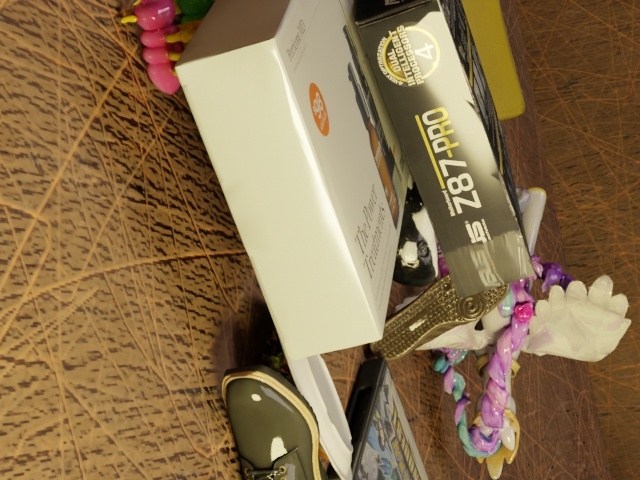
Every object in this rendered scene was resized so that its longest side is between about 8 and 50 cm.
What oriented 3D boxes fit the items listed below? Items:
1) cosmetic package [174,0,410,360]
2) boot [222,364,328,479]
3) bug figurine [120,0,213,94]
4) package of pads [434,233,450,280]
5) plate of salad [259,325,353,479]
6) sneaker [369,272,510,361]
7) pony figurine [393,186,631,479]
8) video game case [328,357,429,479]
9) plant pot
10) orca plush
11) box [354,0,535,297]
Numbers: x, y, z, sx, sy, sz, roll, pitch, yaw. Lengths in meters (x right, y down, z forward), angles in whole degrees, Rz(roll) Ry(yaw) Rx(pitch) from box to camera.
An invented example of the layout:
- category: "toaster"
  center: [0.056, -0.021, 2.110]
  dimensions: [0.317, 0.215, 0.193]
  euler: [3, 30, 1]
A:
- category: "cosmetic package"
  center: [-0.008, -0.111, 1.282]
  dimensions: [0.377, 0.097, 0.284]
  euler: [-75, 147, -61]
- category: "boot"
  center: [-0.044, 0.220, 1.204]
  dimensions: [0.137, 0.077, 0.198]
  euler: [-71, 144, -50]
- category: "bug figurine"
  center: [-0.132, -0.245, 1.239]
  dimensions: [0.279, 0.072, 0.216]
  euler: [-61, 142, -72]
- category: "package of pads"
  center: [0.188, 0.017, 2.095]
  dimensions: [0.032, 0.050, 0.083]
  euler: [-72, 147, -75]
- category: "plate of salad"
  center: [-0.016, 0.148, 1.347]
  dimensions: [0.200, 0.048, 0.199]
  euler: [-22, 90, -85]
- category: "sneaker"
  center: [0.143, 0.085, 1.697]
  dimensions: [0.066, 0.188, 0.071]
  euler: [63, 3, 2]
- category: "pony figurine"
  center: [0.257, 0.103, 1.911]
  dimensions: [0.351, 0.303, 0.363]
  euler: [88, 8, -50]
- category: "video game case"
  center: [0.084, 0.314, 1.593]
  dimensions: [0.248, 0.035, 0.274]
  euler: [-67, 141, -62]
- category: "plant pot"
  center: [0.124, -0.231, 1.843]
  dimensions: [0.187, 0.212, 0.212]
  euler: [-34, 111, -58]
- category: "orca plush"
  center: [0.056, -0.078, 1.672]
  dimensions: [0.102, 0.151, 0.287]
  euler: [-9, 90, -41]
- category: "box"
  center: [0.135, -0.167, 1.520]
  dimensions: [0.395, 0.097, 0.318]
  euler: [-85, 154, -64]
